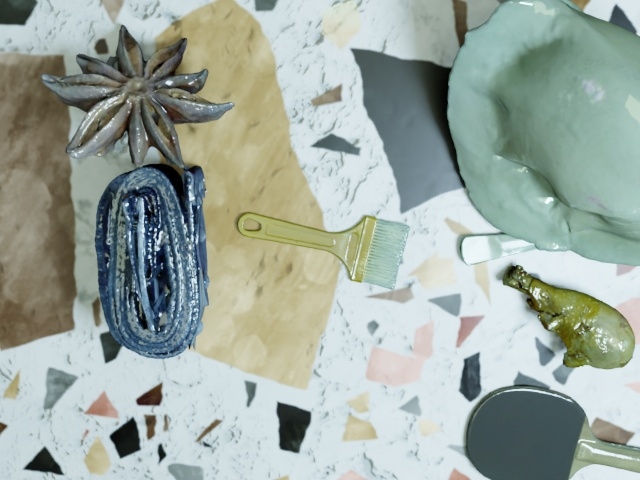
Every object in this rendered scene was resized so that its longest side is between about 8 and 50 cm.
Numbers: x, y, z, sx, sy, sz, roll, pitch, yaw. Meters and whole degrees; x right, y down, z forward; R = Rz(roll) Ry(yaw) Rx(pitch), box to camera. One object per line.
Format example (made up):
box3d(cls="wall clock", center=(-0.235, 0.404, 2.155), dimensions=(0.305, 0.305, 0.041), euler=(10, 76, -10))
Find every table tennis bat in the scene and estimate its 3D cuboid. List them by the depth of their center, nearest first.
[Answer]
box3d(cls="table tennis bat", center=(0.309, 0.263, 0.951), dimensions=(0.246, 0.022, 0.138), euler=(11, 101, -3))

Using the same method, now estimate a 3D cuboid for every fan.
box3d(cls="fan", center=(0.265, 0.000, 0.899), dimensions=(0.193, 0.016, 0.038), euler=(-8, 102, 0))

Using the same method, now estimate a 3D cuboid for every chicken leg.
box3d(cls="chicken leg", center=(0.296, 0.095, 0.897), dimensions=(0.178, 0.070, 0.093), euler=(36, 104, -1))

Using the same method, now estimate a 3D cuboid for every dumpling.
box3d(cls="dumpling", center=(0.311, -0.111, 0.797), dimensions=(0.212, 0.270, 0.320), euler=(-35, 75, -20))

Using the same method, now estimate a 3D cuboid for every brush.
box3d(cls="brush", center=(0.000, 0.000, 0.891), dimensions=(0.205, 0.011, 0.083), euler=(12, 101, -4))

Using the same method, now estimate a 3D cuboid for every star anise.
box3d(cls="star anise", center=(-0.195, -0.145, 0.797), dimensions=(0.182, 0.065, 0.195), euler=(40, 61, 13))

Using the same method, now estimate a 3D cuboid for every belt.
box3d(cls="belt", center=(-0.188, 0.024, 0.826), dimensions=(0.122, 0.128, 0.218), euler=(-2, 100, -1))
